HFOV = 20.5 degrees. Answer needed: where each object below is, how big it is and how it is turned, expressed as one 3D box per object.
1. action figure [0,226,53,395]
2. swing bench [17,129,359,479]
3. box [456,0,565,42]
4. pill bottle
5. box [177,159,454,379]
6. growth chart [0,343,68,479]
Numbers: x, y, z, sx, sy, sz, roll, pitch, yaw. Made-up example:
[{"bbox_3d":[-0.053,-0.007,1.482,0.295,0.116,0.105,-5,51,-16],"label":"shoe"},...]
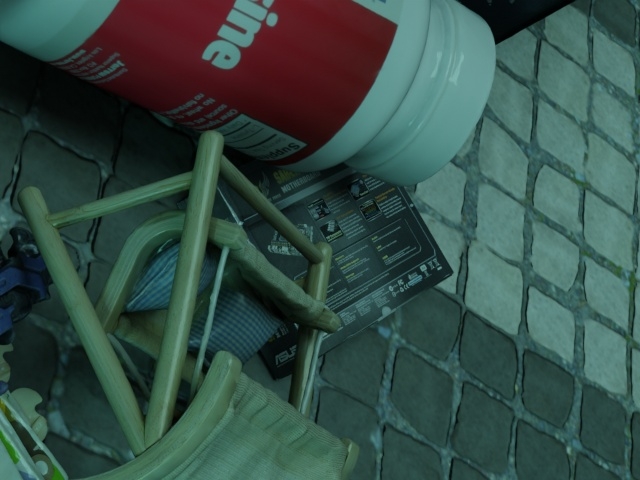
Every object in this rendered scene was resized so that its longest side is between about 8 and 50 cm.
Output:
[{"bbox_3d":[-0.318,0.028,1.236,0.330,0.178,0.341,63,13,2],"label":"action figure"},{"bbox_3d":[-0.087,0.096,1.324,0.253,0.165,0.255,44,34,-61],"label":"swing bench"},{"bbox_3d":[0.256,-0.412,1.785,0.480,0.471,0.297,-33,92,-48],"label":"box"},{"bbox_3d":[-0.059,-0.196,1.482,0.407,0.229,0.229,23,53,-31],"label":"pill bottle"},{"bbox_3d":[0.000,0.000,1.612,0.231,0.056,0.183,-29,88,-49],"label":"box"},{"bbox_3d":[-0.258,0.166,1.292,0.172,0.021,0.237,-24,85,-49],"label":"growth chart"}]
